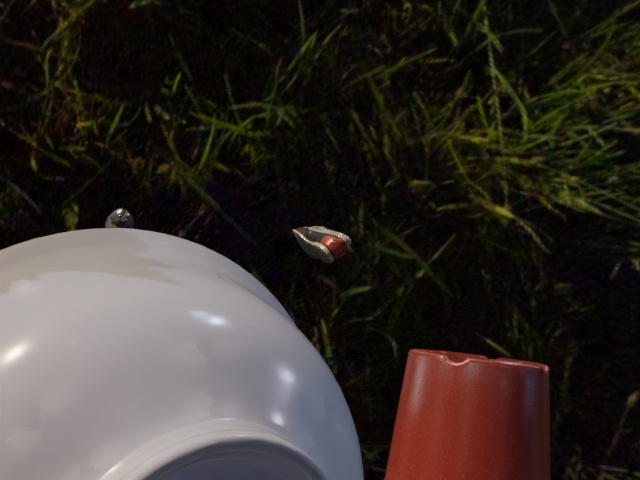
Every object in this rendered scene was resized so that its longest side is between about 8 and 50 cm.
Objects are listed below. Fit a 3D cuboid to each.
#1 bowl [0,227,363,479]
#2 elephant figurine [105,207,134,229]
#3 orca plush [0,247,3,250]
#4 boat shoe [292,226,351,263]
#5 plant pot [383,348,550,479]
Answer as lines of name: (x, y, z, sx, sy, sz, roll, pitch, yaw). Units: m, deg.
bowl: (-0.080, 0.145, 0.357, 0.297, 0.134, 0.298, -3, 95, -36)
elephant figurine: (-0.303, 0.055, 1.132, 0.169, 0.186, 0.240, 3, 103, -47)
orca plush: (-0.322, -0.013, 0.507, 0.287, 0.151, 0.102, 7, 51, 17)
boat shoe: (0.000, 0.000, 1.090, 0.043, 0.137, 0.049, -39, 112, -13)
plant pot: (0.212, 0.297, 1.055, 0.272, 0.272, 0.265, 8, 84, -21)
